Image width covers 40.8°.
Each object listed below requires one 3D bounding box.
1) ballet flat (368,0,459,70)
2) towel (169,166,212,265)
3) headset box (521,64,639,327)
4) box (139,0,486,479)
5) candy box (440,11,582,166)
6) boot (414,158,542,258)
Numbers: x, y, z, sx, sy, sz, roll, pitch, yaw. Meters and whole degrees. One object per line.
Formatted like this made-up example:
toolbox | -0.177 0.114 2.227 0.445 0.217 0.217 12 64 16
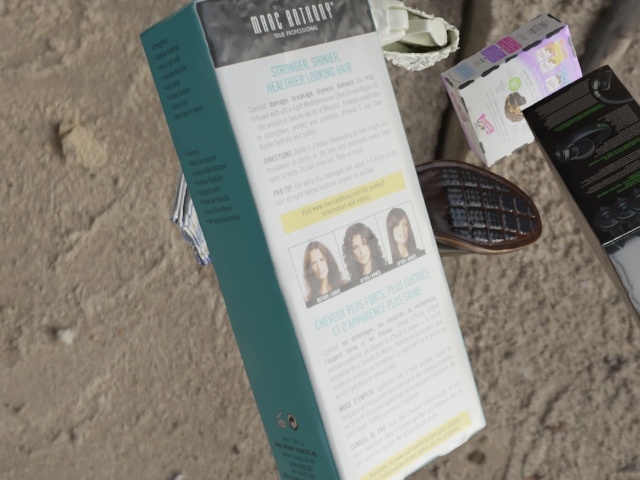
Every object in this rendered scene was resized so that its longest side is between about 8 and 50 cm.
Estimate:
ballet flat | 0.137 -0.413 1.641 0.409 0.147 0.147 -5 126 -52
towel | -0.205 -0.085 1.494 0.034 0.285 0.209 7 74 4
headset box | 0.402 -0.038 1.104 0.131 0.283 0.246 -29 133 14
box | 0.000 0.000 0.430 0.100 0.060 0.244 -22 99 -36
candy box | 0.312 -0.238 1.368 0.196 0.070 0.165 -30 127 0
boot | 0.073 -0.012 0.713 0.219 0.082 0.106 4 158 -28
